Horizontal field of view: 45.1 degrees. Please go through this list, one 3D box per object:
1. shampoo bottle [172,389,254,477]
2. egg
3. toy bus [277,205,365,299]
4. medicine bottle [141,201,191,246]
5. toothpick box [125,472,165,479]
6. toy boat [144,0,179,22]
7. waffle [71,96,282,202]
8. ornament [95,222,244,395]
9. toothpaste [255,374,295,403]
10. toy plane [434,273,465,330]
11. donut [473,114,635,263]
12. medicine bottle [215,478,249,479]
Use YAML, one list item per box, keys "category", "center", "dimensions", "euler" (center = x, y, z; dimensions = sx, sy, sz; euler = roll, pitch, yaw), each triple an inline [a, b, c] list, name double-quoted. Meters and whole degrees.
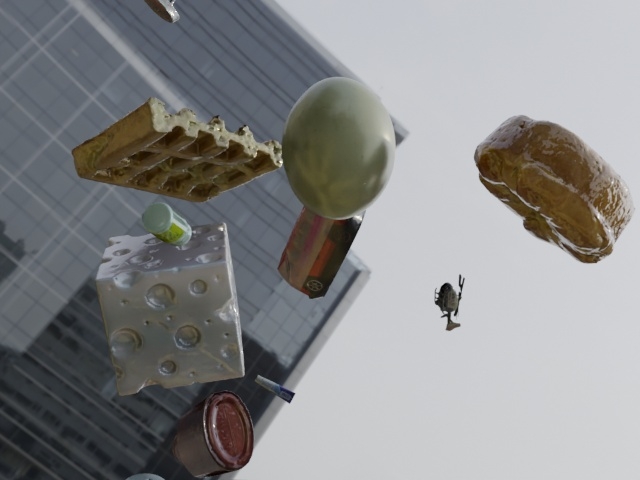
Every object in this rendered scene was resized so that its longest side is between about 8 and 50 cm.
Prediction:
- category: "shampoo bottle"
  center: [-0.156, 0.276, 1.073]
  dimensions: [0.260, 0.064, 0.102]
  euler: [136, -60, -63]
- category: "egg"
  center: [0.034, -0.173, 1.460]
  dimensions: [0.219, 0.269, 0.219]
  euler: [9, -9, 1]
- category: "toy bus"
  center: [0.000, 0.000, 1.880]
  dimensions: [0.147, 0.127, 0.303]
  euler: [28, -52, 1]
- category: "medicine bottle"
  center: [-0.221, -0.021, 1.121]
  dimensions: [0.047, 0.047, 0.083]
  euler: [27, -9, 20]
- category: "toothpick box"
  center: [-0.201, 0.311, 0.866]
  dimensions: [0.052, 0.052, 0.083]
  euler: [21, -70, 31]
- category: "toy boat"
  center: [-0.263, -0.455, 1.357]
  dimensions: [0.034, 0.122, 0.096]
  euler: [-3, -37, 45]
- category: "waffle"
  center: [-0.288, -0.167, 1.573]
  dimensions: [0.348, 0.078, 0.304]
  euler: [11, -23, -43]
- category: "ornament"
  center: [-0.283, 0.124, 1.498]
  dimensions: [0.240, 0.239, 0.239]
  euler: [-113, -164, -70]
- category: "toothpaste"
  center: [-0.091, 0.292, 1.519]
  dimensions: [0.083, 0.024, 0.015]
  euler: [28, -9, 0]
- category: "toy plane"
  center: [0.227, 0.113, 1.350]
  dimensions: [0.031, 0.049, 0.121]
  euler: [-125, -154, -51]
- category: "donut"
  center: [0.430, -0.096, 1.434]
  dimensions: [0.299, 0.150, 0.317]
  euler: [37, -1, 33]
- category: "medicine bottle"
  center: [-0.132, 0.423, 1.232]
  dimensions: [0.079, 0.079, 0.140]
  euler: [25, -8, 25]
